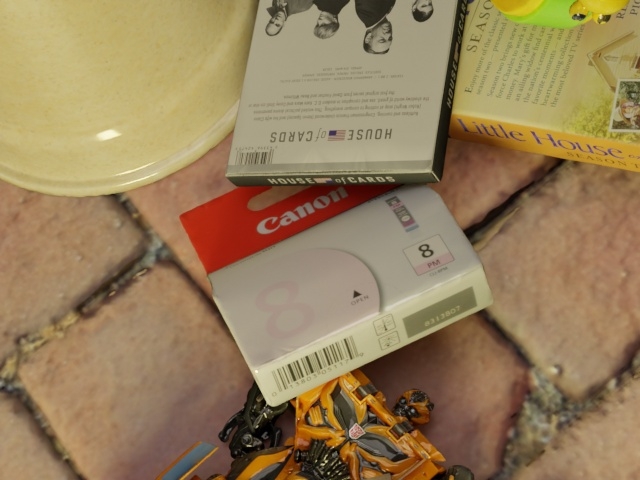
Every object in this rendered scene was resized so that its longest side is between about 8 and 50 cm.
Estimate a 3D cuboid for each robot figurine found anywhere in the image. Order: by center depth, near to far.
[{"bbox_3d":[-0.028,0.210,1.374,0.291,0.085,0.211,-43,67,-7],"label":"robot figurine"}]

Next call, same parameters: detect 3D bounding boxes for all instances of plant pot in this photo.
[{"bbox_3d":[-0.219,-0.245,1.483,0.334,0.305,0.333,-4,68,10],"label":"plant pot"}]

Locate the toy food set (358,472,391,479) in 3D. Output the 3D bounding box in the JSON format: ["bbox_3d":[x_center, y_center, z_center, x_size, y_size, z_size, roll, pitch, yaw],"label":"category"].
[{"bbox_3d":[0.029,0.215,1.283,0.078,0.019,0.122,-15,50,6],"label":"toy food set"}]

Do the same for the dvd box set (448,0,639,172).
[{"bbox_3d":[0.253,-0.201,1.449,0.420,0.062,0.307,12,70,29],"label":"dvd box set"}]

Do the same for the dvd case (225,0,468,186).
[{"bbox_3d":[0.026,-0.156,1.477,0.179,0.029,0.238,0,67,25],"label":"dvd case"}]

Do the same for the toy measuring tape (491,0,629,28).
[{"bbox_3d":[0.153,-0.251,1.434,0.121,0.121,0.330,-29,40,0],"label":"toy measuring tape"}]

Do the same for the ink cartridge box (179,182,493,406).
[{"bbox_3d":[0.000,0.000,1.426,0.189,0.066,0.232,-25,50,-5],"label":"ink cartridge box"}]
